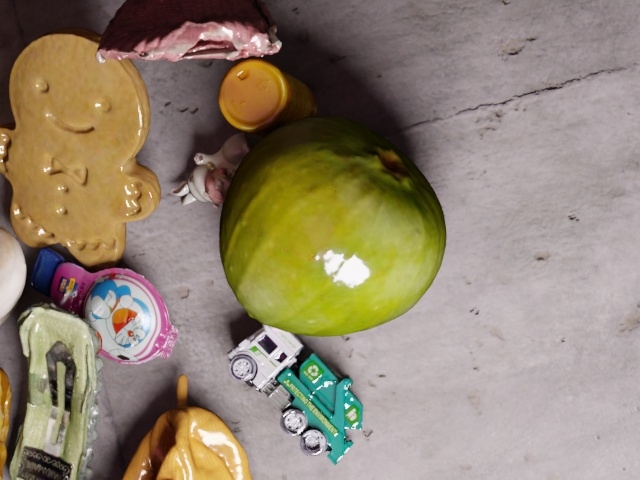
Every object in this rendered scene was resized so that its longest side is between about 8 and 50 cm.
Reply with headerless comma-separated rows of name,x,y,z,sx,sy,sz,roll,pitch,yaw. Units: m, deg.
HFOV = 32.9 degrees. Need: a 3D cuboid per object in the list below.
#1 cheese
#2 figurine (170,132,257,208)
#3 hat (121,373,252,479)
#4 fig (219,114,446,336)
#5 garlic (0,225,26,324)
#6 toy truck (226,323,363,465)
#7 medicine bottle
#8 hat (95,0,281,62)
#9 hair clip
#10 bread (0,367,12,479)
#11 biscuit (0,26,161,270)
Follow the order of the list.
cheese,-0.318,0.096,1.586,0.244,0.062,0.155,30,113,8
figurine,-0.153,-0.091,1.542,0.146,0.098,0.081,-33,96,9
hat,-0.198,0.306,1.533,0.244,0.233,0.233,-20,66,40
fig,0.000,0.000,1.424,0.316,0.316,0.316,0,90,12
garlic,-0.546,0.047,1.596,0.281,0.185,0.203,-4,66,32
toy truck,-0.024,0.207,1.516,0.116,0.110,0.216,-44,81,-4
medicine bottle,-0.069,-0.187,1.476,0.096,0.192,0.096,0,90,11
hat,-0.175,-0.303,1.475,0.236,0.286,0.107,-1,125,-3
hair clip,-0.375,0.235,1.585,0.138,0.091,0.321,17,114,12
bread,-0.547,0.336,1.564,0.195,0.149,0.344,-4,73,7
biscuit,-0.350,-0.125,1.538,0.275,0.052,0.355,22,121,10
